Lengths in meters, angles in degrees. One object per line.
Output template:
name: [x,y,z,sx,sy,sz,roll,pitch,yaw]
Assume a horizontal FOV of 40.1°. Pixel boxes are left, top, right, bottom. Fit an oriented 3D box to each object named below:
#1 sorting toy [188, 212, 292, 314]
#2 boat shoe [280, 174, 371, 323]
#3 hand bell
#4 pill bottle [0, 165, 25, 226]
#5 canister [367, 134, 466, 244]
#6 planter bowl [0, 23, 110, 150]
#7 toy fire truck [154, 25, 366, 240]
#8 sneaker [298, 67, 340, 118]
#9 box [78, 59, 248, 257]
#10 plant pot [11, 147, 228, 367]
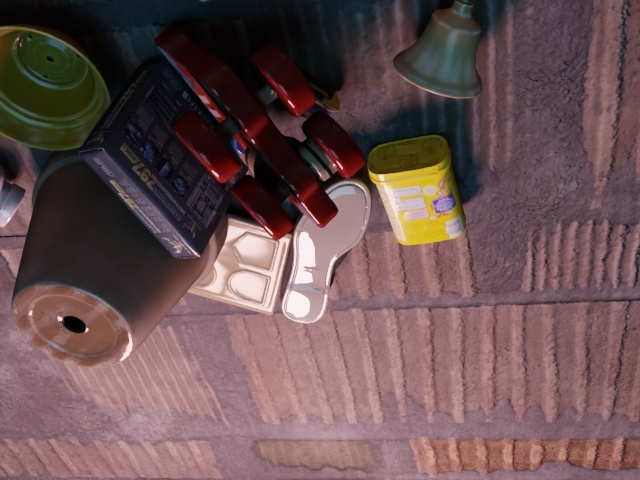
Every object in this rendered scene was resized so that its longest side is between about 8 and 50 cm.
sorting toy: [-0.212,0.016,1.552,0.307,0.041,0.229,16,134,0]
boat shoe: [0.000,0.000,1.478,0.112,0.095,0.335,12,132,-10]
hand bell: [0.186,-0.317,1.112,0.126,0.126,0.242,13,124,-6]
pill bottle: [-0.581,-0.099,1.424,0.184,0.103,0.103,33,132,-25]
canister: [0.155,-0.074,1.376,0.126,0.073,0.170,-8,137,16]
planter bowl: [-0.398,-0.239,1.258,0.217,0.090,0.217,4,136,3]
toy fire truck: [-0.094,-0.155,1.222,0.169,0.254,0.302,-42,127,-2]
sneaker: [-0.042,-0.215,1.266,0.144,0.053,0.059,32,134,-23]
box: [-0.220,-0.115,1.280,0.059,0.183,0.232,-5,138,37]
plant pot: [-0.335,0.035,1.381,0.323,0.280,0.323,7,133,7]
